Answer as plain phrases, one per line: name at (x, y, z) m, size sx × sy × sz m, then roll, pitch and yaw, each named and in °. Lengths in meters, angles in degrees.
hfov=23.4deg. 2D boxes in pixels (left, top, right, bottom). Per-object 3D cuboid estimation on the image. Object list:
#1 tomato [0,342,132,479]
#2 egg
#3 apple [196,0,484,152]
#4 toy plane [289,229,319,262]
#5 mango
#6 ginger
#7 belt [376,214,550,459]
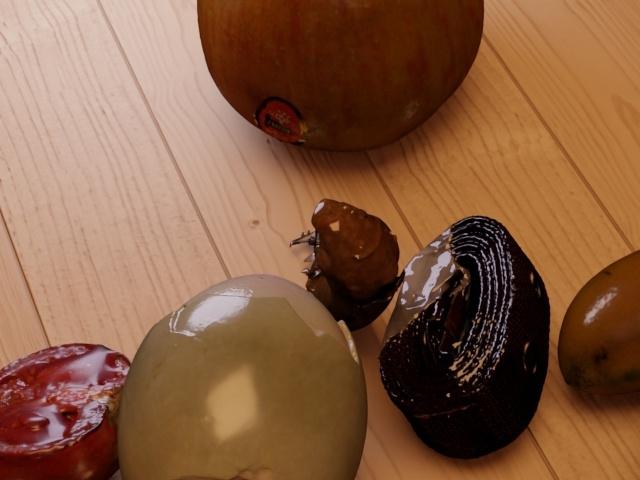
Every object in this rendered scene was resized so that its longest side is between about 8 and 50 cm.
tomato at (-0.312, 0.232, 1.811) m, size 0.200 × 0.139 × 0.233 m, roll 1°, pitch 28°, yaw 21°
egg at (-0.086, 0.186, 1.747) m, size 0.278 × 0.278 × 0.336 m, roll 1°, pitch 51°, yaw 5°
apple at (0.024, -0.319, 2.106) m, size 0.401 × 0.333 × 0.400 m, roll -1°, pitch 53°, yaw 2°
toy plane at (0.000, 0.000, 2.046) m, size 0.079 × 0.031 × 0.083 m, roll 12°, pitch 54°, yaw -6°
mango at (0.433, 0.090, 1.851) m, size 0.317 × 0.173 × 0.211 m, roll -17°, pitch 32°, yaw 3°
ginger at (0.034, 0.043, 1.859) m, size 0.107 × 0.309 × 0.133 m, roll -37°, pitch 78°, yaw -14°
belt at (0.183, 0.121, 1.864) m, size 0.184 × 0.164 × 0.289 m, roll -9°, pitch 48°, yaw 31°
